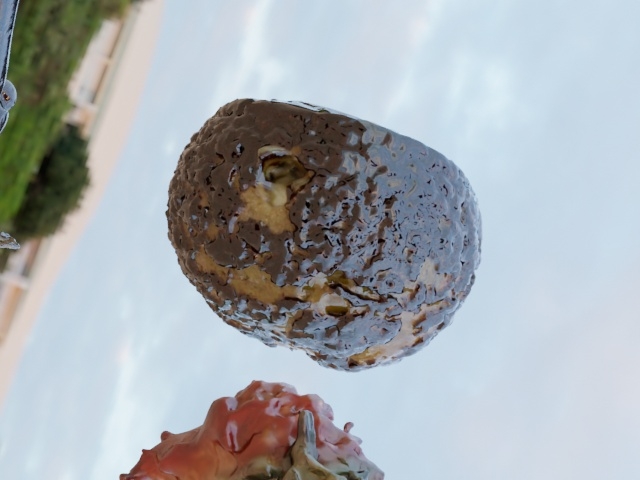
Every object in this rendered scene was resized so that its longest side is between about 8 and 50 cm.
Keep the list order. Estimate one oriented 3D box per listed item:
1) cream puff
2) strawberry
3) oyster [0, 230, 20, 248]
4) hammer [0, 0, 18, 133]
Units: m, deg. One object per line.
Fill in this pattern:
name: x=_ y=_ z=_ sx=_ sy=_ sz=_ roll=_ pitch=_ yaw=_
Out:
cream puff: x=0.000 y=0.000 z=1.155 sx=0.165 sy=0.239 sz=0.239 roll=-69 pitch=-163 yaw=-12
strawberry: x=-0.017 y=0.105 z=0.461 sx=0.104 sy=0.048 sz=0.152 roll=47 pitch=-44 yaw=28
oyster: x=-0.241 y=-0.028 z=0.880 sx=0.177 sy=0.105 sz=0.056 roll=43 pitch=-39 yaw=51
hammer: x=-0.131 y=-0.090 z=0.645 sx=0.178 sy=0.021 sz=0.065 roll=119 pitch=-7 yaw=-52
